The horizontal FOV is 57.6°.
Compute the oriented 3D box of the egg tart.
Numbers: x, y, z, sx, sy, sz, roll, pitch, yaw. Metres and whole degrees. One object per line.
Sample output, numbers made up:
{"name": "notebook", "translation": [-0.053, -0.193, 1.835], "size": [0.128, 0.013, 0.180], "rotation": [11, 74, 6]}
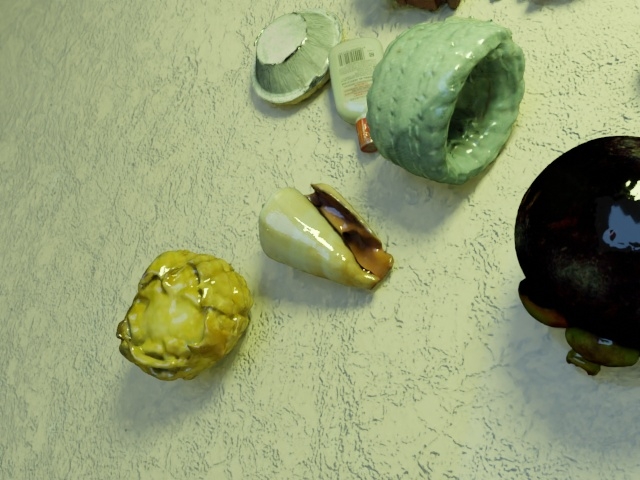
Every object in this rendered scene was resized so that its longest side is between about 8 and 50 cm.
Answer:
{"name": "egg tart", "translation": [-0.060, -0.391, 1.199], "size": [0.234, 0.094, 0.234], "rotation": [-14, 62, 29]}

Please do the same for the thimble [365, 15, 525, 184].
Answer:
{"name": "thimble", "translation": [0.191, -0.220, 0.900], "size": [0.171, 0.204, 0.250], "rotation": [34, 107, 43]}

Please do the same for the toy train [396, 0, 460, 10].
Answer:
{"name": "toy train", "translation": [0.206, -0.583, 1.085], "size": [0.221, 0.150, 0.305], "rotation": [24, 83, 26]}

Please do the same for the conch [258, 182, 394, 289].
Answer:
{"name": "conch", "translation": [-0.002, 0.005, 1.006], "size": [0.255, 0.127, 0.158], "rotation": [42, 65, 15]}

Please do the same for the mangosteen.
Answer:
{"name": "mangosteen", "translation": [0.359, 0.032, 0.684], "size": [0.275, 0.274, 0.303], "rotation": [33, 123, 37]}

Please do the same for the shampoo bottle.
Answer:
{"name": "shampoo bottle", "translation": [0.077, -0.269, 1.077], "size": [0.107, 0.051, 0.221], "rotation": [-10, 72, 8]}

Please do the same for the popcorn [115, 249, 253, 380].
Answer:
{"name": "popcorn", "translation": [-0.239, 0.128, 1.048], "size": [0.250, 0.190, 0.250], "rotation": [-13, 59, 23]}
